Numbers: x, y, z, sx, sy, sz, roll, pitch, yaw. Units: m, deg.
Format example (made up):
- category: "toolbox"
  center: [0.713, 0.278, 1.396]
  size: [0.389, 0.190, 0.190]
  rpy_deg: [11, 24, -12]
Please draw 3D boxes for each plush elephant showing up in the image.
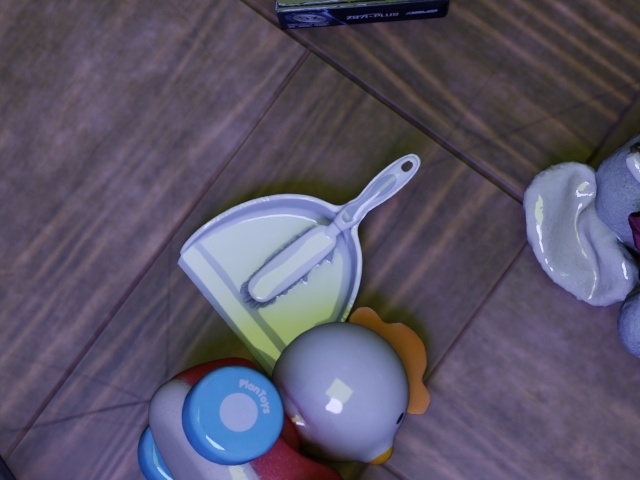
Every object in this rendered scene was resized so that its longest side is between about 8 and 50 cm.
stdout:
- category: "plush elephant"
  center: [0.313, -0.017, 1.433]
  size: [0.272, 0.330, 0.255]
  rpy_deg: [-25, 62, -14]

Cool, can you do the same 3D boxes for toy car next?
- category: "toy car"
  center: [0.005, 0.156, 1.450]
  size: [0.238, 0.219, 0.210]
  rpy_deg: [-32, 85, -22]

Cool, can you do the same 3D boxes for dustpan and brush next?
- category: "dustpan and brush"
  center: [0.000, 0.000, 1.518]
  size: [0.211, 0.060, 0.147]
  rpy_deg: [-40, 86, -2]

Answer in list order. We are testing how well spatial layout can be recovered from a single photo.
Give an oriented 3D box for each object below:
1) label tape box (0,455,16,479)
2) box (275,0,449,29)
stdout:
- category: "label tape box"
  center: [-0.405, 0.272, 1.411]
  size: [0.333, 0.240, 0.106]
  rpy_deg: [-34, 86, -2]
- category: "box"
  center: [0.030, -0.278, 1.534]
  size: [0.147, 0.077, 0.180]
  rpy_deg: [-3, 85, 1]
